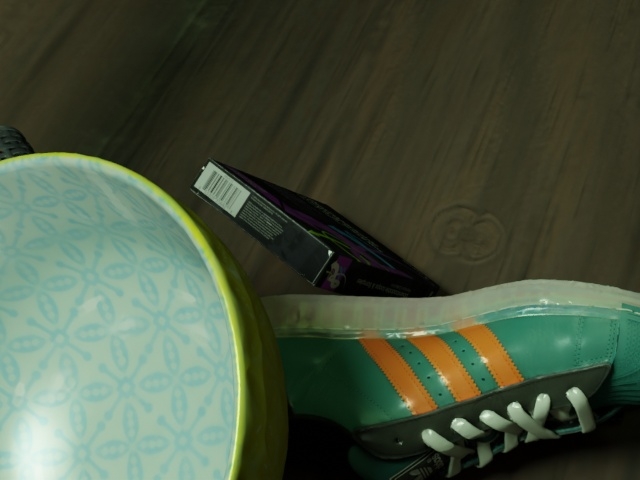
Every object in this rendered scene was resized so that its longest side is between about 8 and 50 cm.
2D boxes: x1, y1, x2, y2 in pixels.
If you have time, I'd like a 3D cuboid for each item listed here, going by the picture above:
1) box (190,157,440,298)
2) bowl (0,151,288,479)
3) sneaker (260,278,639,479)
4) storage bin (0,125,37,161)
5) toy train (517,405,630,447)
[{"bbox_3d":[0.000,0.000,1.066,0.116,0.029,0.162,37,7,28],"label":"box"},{"bbox_3d":[-0.122,0.109,0.889,0.289,0.289,0.156,41,10,32],"label":"bowl"},{"bbox_3d":[0.078,0.100,0.972,0.302,0.108,0.121,-4,60,16],"label":"sneaker"},{"bbox_3d":[-0.252,0.016,1.022,0.180,0.122,0.084,-21,49,-26],"label":"storage bin"},{"bbox_3d":[0.175,0.101,1.048,0.158,0.027,0.036,-12,43,-19],"label":"toy train"}]
